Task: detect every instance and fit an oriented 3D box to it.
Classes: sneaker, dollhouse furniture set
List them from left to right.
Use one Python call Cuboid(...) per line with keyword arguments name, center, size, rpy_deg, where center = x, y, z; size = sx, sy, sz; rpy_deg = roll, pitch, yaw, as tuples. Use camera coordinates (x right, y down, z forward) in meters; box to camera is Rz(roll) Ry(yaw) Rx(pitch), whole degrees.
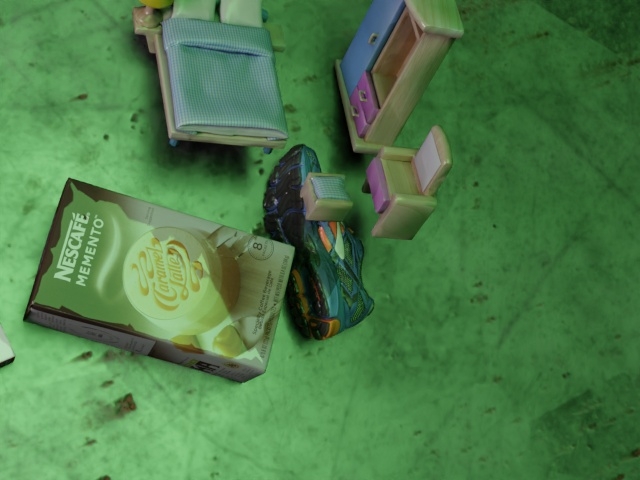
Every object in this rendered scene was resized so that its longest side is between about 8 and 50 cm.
Cuboid(name="dollhouse furniture set", center=(-0.030, -0.180, 1.258), size=(0.303, 0.198, 0.286), rpy_deg=(5, 52, -21))
Cuboid(name="sneaker", center=(0.000, 0.000, 1.353), size=(0.087, 0.083, 0.221), rpy_deg=(-5, 79, -38))

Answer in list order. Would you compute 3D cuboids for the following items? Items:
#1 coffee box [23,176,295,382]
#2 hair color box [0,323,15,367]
Cuboid(name="coffee box", center=(-0.167, 0.046, 1.268), size=(0.246, 0.098, 0.141), rpy_deg=(17, 73, -14))
Cuboid(name="hair color box", center=(-0.398, 0.111, 1.204), size=(0.167, 0.053, 0.093), rpy_deg=(-24, 84, -20))
